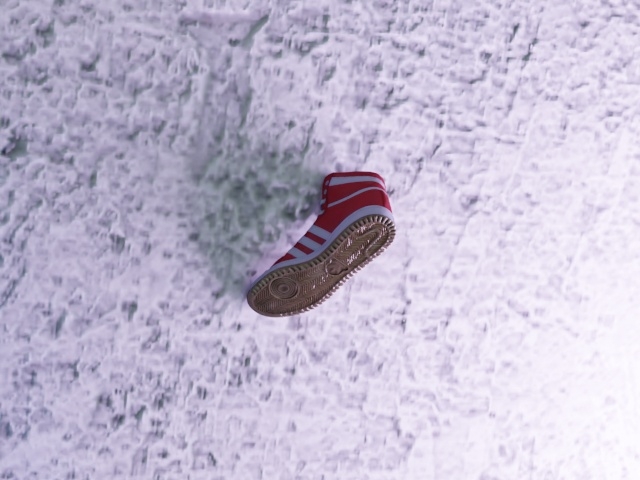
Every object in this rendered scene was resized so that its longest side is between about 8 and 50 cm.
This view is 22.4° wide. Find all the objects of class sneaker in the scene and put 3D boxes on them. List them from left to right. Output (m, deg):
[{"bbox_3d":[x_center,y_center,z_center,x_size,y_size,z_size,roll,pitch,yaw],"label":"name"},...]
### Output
[{"bbox_3d":[0.000,0.000,1.062,0.118,0.067,0.042,-34,123,23],"label":"sneaker"}]
